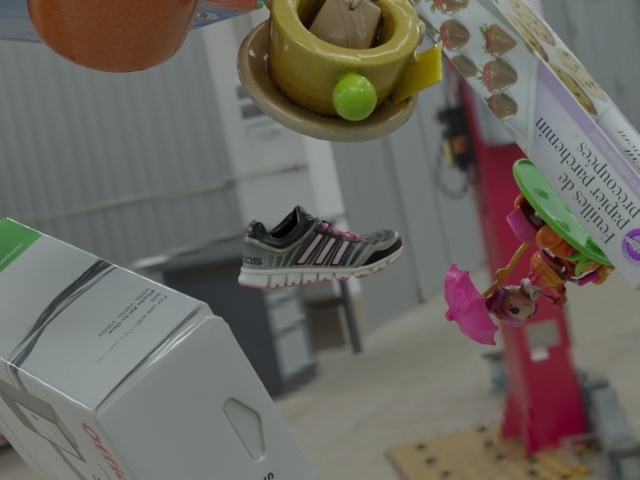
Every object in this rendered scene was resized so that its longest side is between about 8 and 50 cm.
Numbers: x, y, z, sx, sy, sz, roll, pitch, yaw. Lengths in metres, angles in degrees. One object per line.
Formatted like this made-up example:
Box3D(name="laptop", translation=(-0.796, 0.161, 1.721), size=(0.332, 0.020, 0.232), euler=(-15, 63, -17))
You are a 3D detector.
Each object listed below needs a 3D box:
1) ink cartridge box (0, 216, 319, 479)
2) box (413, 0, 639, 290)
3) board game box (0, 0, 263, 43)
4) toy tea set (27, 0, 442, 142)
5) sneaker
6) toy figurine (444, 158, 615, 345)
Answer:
Box3D(name="ink cartridge box", translation=(-0.163, 0.121, 1.278), size=(0.121, 0.211, 0.289), euler=(-44, 36, -21))
Box3D(name="box", translation=(0.178, -0.105, 1.267), size=(0.067, 0.324, 0.063), euler=(-5, -37, -52))
Box3D(name="board game box", translation=(-0.184, -0.160, 1.073), size=(0.145, 0.027, 0.281), euler=(-9, -4, 40))
Box3D(name="toy tea set", translation=(-0.035, -0.201, 0.792), size=(0.200, 0.124, 0.336), euler=(9, 46, -9))
Box3D(name="sneaker", translation=(0.000, 0.000, 1.604), size=(0.170, 0.075, 0.063), euler=(-9, 11, -13))
Box3D(name="toy figurine", translation=(0.191, 0.031, 1.527), size=(0.173, 0.130, 0.159), euler=(22, -60, -41))
